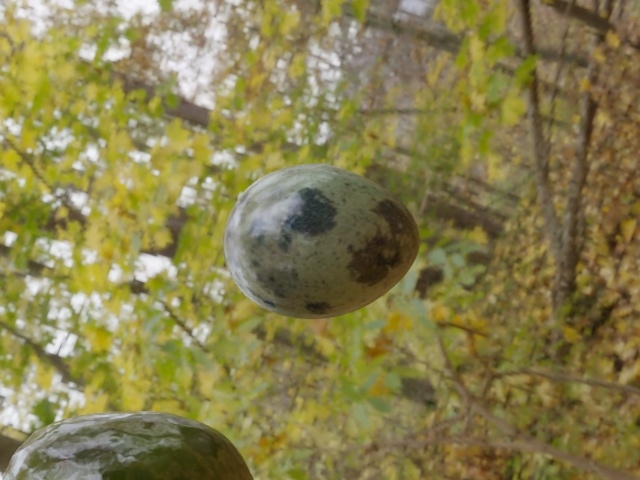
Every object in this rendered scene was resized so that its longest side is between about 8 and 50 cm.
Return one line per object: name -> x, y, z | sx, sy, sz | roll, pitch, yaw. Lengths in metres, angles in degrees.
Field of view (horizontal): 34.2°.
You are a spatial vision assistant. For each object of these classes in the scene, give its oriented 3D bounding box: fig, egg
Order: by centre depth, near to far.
fig -> -0.155, 0.214, 0.816 | 0.181, 0.191, 0.181 | -63, 0, 0
egg -> 0.000, 0.000, 0.935 | 0.141, 0.181, 0.141 | -2, -90, -69
